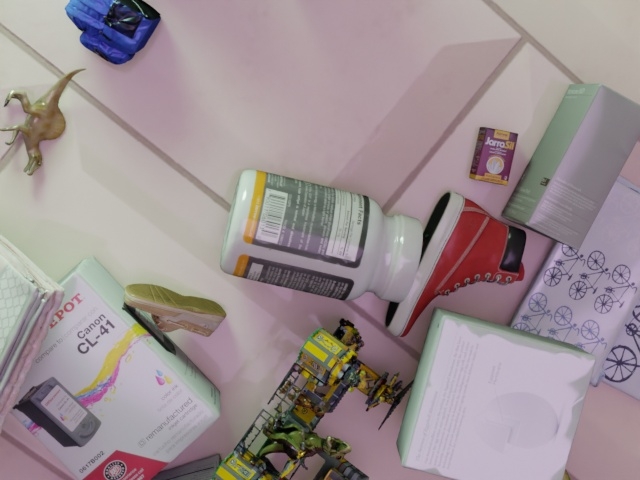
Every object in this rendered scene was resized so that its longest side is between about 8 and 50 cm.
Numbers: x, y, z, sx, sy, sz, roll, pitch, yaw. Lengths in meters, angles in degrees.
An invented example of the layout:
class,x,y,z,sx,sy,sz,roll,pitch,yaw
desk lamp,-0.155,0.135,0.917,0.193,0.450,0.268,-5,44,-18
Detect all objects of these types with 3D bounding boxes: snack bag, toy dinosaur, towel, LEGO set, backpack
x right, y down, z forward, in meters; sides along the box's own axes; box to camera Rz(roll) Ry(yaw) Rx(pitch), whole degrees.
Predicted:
class,x,y,z,sx,sy,sz,roll,pitch,yaw
snack bag,0.515,0.095,1.492,0.342,0.037,0.323,28,94,-10
toy dinosaur,-0.418,-0.191,1.350,0.092,0.053,0.183,21,104,-24
towel,-0.520,0.144,1.283,0.053,0.317,0.332,20,97,-52
LEGO set,0.016,0.301,1.357,0.192,0.255,0.331,34,82,17
backpack,-0.306,-0.317,1.310,0.120,0.098,0.101,32,98,-11

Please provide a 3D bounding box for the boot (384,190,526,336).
class,x,y,z,sx,sy,sz,roll,pitch,yaw
boot,0.220,0.068,1.433,0.176,0.088,0.244,29,91,-11

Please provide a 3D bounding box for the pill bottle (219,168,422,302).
class,x,y,z,sx,sy,sz,roll,pitch,yaw
pill bottle,0.000,0.000,1.359,0.278,0.162,0.162,13,97,-9

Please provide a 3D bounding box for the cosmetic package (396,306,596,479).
class,x,y,z,sx,sy,sz,roll,pitch,yaw
cosmetic package,0.248,0.237,1.335,0.225,0.138,0.224,16,92,-1

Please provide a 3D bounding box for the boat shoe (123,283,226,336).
class,x,y,z,sx,sy,sz,roll,pitch,yaw
boat shoe,-0.225,0.112,1.383,0.170,0.063,0.059,19,108,-33

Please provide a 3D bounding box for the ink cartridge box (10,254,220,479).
class,x,y,z,sx,sy,sz,roll,pitch,yaw
ink cartridge box,-0.330,0.213,1.373,0.226,0.131,0.306,-42,102,1

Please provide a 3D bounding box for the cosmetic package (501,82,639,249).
class,x,y,z,sx,sy,sz,roll,pitch,yaw
cosmetic package,0.390,-0.116,1.401,0.107,0.127,0.238,23,94,-10

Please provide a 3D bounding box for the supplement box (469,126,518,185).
class,x,y,z,sx,sy,sz,roll,pitch,yaw
supplement box,0.270,-0.132,1.427,0.055,0.043,0.083,10,97,-6

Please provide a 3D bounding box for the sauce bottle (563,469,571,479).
class,x,y,z,sx,sy,sz,roll,pitch,yaw
sauce bottle,0.303,0.300,1.462,0.111,0.111,0.344,-26,100,-2

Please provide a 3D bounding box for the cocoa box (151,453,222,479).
class,x,y,z,sx,sy,sz,roll,pitch,yaw
cocoa box,-0.207,0.550,1.387,0.231,0.228,0.347,-18,100,-3
